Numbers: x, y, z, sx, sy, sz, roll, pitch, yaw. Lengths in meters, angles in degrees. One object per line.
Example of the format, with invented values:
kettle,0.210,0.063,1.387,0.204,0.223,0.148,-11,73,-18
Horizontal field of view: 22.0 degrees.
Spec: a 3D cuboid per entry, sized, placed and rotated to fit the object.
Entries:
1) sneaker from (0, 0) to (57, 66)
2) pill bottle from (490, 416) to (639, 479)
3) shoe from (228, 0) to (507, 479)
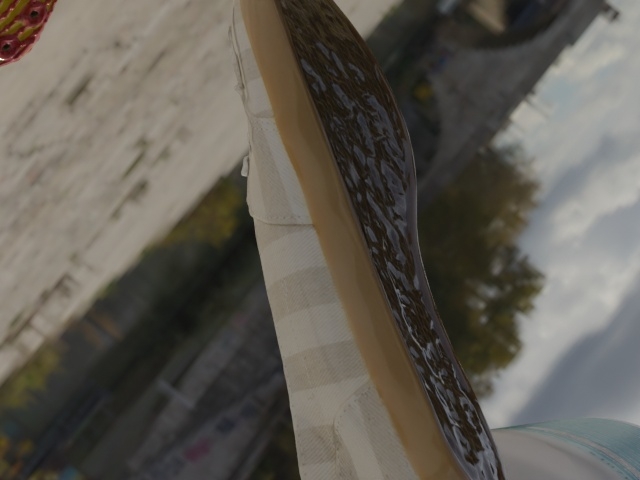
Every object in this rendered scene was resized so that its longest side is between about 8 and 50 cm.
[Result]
sneaker,-0.204,-0.103,0.847,0.175,0.064,0.067,-36,-132,16
pill bottle,0.108,0.152,0.729,0.146,0.146,0.264,-52,160,12
shoe,0.000,0.000,0.555,0.058,0.219,0.076,-29,151,24
